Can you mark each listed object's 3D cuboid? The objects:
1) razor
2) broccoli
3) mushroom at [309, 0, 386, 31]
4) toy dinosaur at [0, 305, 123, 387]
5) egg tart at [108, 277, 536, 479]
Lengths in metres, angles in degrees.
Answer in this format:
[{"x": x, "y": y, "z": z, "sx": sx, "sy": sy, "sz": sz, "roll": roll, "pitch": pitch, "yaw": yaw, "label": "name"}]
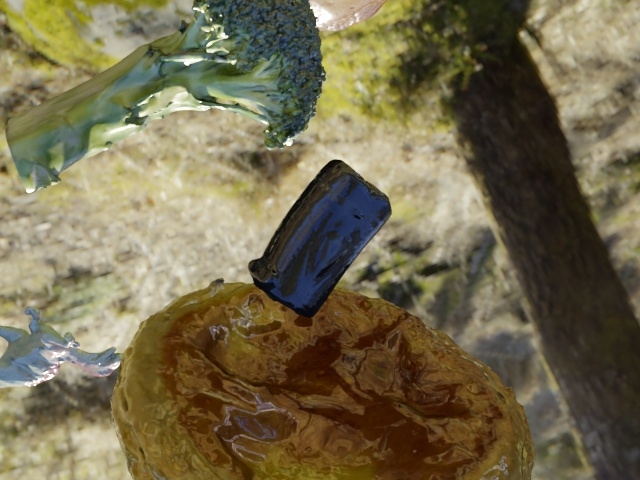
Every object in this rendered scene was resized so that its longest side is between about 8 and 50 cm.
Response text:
[{"x": 0.000, "y": 0.000, "z": 1.122, "sx": 0.090, "sy": 0.054, "sz": 0.148, "roll": 36, "pitch": 90, "yaw": -36, "label": "razor"}, {"x": -0.166, "y": -0.170, "z": 1.256, "sx": 0.361, "sy": 0.252, "sz": 0.221, "roll": -40, "pitch": 125, "yaw": -16, "label": "broccoli"}, {"x": 0.019, "y": -0.468, "z": 1.710, "sx": 0.233, "sy": 0.301, "sz": 0.208, "roll": 31, "pitch": 146, "yaw": -32, "label": "mushroom"}, {"x": -0.368, "y": 0.155, "z": 1.443, "sx": 0.167, "sy": 0.053, "sz": 0.242, "roll": 36, "pitch": 126, "yaw": -21, "label": "toy dinosaur"}, {"x": -0.002, "y": 0.204, "z": 1.199, "sx": 0.443, "sy": 0.443, "sz": 0.178, "roll": -6, "pitch": 124, "yaw": -30, "label": "egg tart"}]
